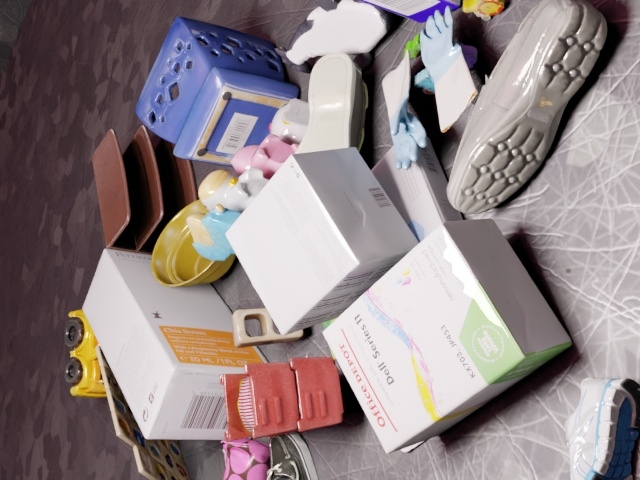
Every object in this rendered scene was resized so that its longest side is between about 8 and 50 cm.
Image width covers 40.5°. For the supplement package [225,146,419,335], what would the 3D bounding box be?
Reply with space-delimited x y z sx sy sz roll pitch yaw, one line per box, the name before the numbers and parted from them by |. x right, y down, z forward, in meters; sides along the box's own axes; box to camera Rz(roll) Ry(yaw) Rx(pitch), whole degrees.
supplement package | 0.000 0.000 1.309 0.203 0.149 0.194 -46 67 39

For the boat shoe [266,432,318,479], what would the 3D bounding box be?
boat shoe | -0.052 0.409 1.492 0.077 0.070 0.219 -60 40 27

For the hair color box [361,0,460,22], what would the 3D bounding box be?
hair color box | 0.129 -0.538 1.362 0.110 0.185 0.338 -4 78 56

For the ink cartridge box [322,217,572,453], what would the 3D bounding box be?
ink cartridge box | 0.141 0.152 1.199 0.353 0.119 0.207 -47 63 39

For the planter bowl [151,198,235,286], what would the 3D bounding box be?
planter bowl | -0.242 0.022 1.809 0.217 0.090 0.217 -23 46 26

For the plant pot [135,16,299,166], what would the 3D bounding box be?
plant pot | -0.196 -0.276 1.729 0.212 0.236 0.236 54 125 38

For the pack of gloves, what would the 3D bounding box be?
pack of gloves | 0.141 -0.233 1.293 0.195 0.046 0.232 -54 31 41

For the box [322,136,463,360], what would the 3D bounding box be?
box | 0.096 0.017 1.388 0.322 0.059 0.232 -49 45 39

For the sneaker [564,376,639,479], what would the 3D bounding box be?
sneaker | 0.320 0.250 1.018 0.083 0.071 0.190 6 79 61

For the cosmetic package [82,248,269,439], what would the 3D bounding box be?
cosmetic package | -0.297 0.201 1.753 0.453 0.230 0.161 44 117 49

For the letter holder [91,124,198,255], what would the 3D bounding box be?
letter holder | -0.420 -0.144 2.078 0.214 0.152 0.301 -48 46 35

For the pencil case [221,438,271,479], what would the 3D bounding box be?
pencil case | -0.145 0.470 1.589 0.095 0.098 0.209 53 -138 -79

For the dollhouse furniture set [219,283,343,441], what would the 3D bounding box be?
dollhouse furniture set | -0.086 0.143 1.464 0.201 0.152 0.374 139 126 -65

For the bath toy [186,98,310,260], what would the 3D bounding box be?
bath toy | -0.105 -0.115 1.543 0.348 0.151 0.129 -58 -10 -38

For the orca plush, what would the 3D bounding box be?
orca plush | 0.046 -0.379 1.561 0.151 0.102 0.287 48 148 -5

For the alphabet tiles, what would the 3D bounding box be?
alphabet tiles | -0.369 0.370 1.808 0.011 0.285 0.342 -30 49 2

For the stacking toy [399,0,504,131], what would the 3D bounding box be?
stacking toy | 0.193 -0.259 1.322 0.221 0.052 0.166 -25 53 58

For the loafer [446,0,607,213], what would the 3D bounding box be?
loafer | 0.264 -0.180 1.166 0.319 0.112 0.111 -60 28 23

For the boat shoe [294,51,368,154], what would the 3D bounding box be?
boat shoe | 0.021 -0.165 1.484 0.109 0.091 0.304 4 78 28

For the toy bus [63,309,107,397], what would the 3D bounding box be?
toy bus | -0.513 0.269 2.136 0.211 0.149 0.220 -15 72 36
